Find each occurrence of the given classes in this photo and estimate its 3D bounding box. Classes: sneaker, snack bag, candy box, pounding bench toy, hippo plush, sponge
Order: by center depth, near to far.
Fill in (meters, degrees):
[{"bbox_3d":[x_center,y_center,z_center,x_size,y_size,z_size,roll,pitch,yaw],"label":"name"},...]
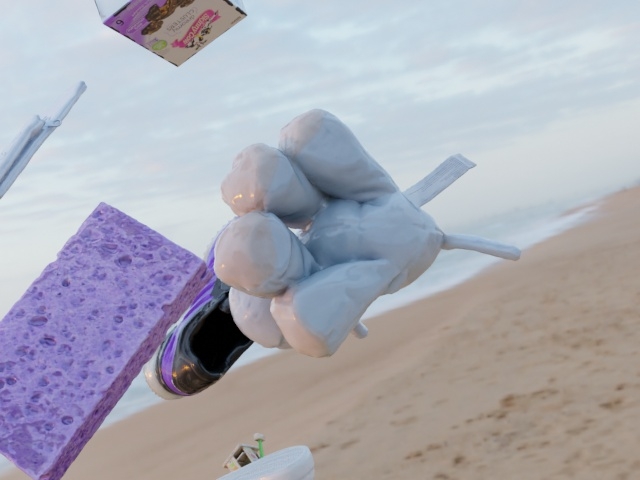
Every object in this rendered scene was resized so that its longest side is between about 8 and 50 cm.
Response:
[{"bbox_3d":[-0.192,0.076,0.769,0.210,0.117,0.031,-54,-23,-19],"label":"sponge"},{"bbox_3d":[0.000,0.000,1.054,0.294,0.234,0.236,-25,-6,-23],"label":"hippo plush"},{"bbox_3d":[-0.111,0.079,1.282,0.146,0.102,0.293,-20,38,53],"label":"sneaker"},{"bbox_3d":[-0.072,0.393,1.334,0.108,0.169,0.292,-25,-7,-43],"label":"sneaker"},{"bbox_3d":[-0.479,-0.077,1.369,0.323,0.037,0.343,-35,22,29],"label":"snack bag"},{"bbox_3d":[-0.244,-0.390,1.604,0.164,0.070,0.196,-32,-27,21],"label":"candy box"},{"bbox_3d":[-0.113,0.380,1.657,0.052,0.065,0.083,25,-74,-48],"label":"pounding bench toy"}]
